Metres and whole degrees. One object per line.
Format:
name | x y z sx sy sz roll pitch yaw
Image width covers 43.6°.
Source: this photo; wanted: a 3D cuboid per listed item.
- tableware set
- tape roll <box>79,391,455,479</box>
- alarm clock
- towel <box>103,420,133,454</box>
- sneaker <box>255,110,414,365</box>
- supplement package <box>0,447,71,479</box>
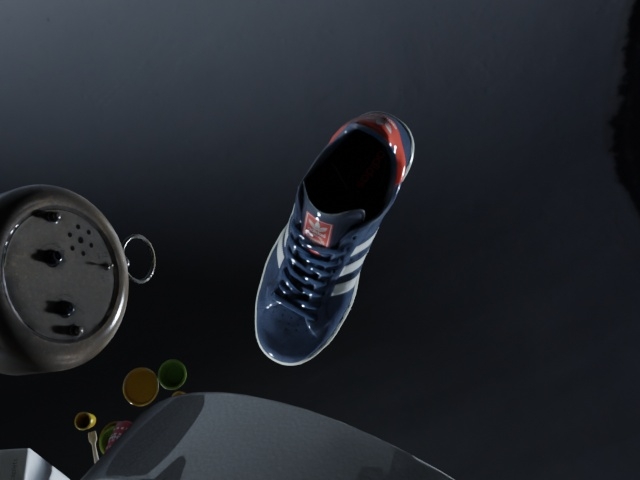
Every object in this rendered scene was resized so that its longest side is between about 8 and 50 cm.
tableware set | -0.230 0.212 0.991 0.154 0.104 0.024 -20 165 7
tape roll | 0.015 0.252 0.468 0.072 0.392 0.392 -47 153 -40
alarm clock | -0.184 0.024 0.572 0.064 0.129 0.192 -11 -178 31
towel | -0.145 0.313 0.792 0.199 0.275 0.031 20 124 -10
sneaker | 0.000 0.000 0.984 0.148 0.131 0.350 -17 131 -77
supplement package | -0.396 0.337 0.793 0.263 0.199 0.198 -4 149 2
